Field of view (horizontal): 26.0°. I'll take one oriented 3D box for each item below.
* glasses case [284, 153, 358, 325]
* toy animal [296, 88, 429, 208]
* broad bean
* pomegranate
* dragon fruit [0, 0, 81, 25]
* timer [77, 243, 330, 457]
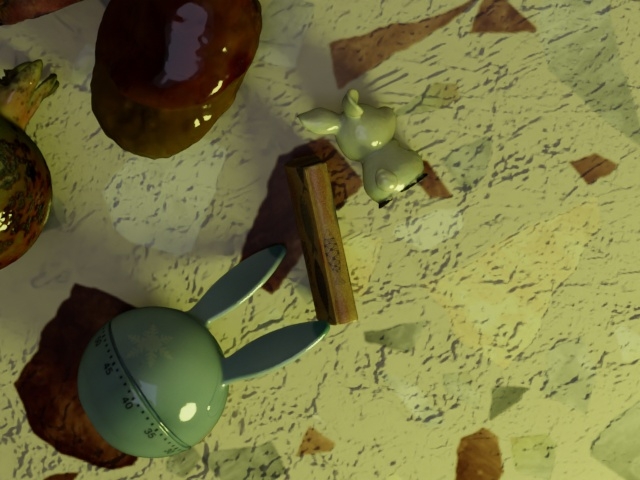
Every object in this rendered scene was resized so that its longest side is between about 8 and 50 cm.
[{"bbox_3d":[0.000,0.000,1.430,0.041,0.064,0.170,-13,104,-7],"label":"glasses case"},{"bbox_3d":[0.047,-0.096,1.400,0.071,0.085,0.124,-29,95,31],"label":"toy animal"},{"bbox_3d":[-0.146,-0.188,1.372,0.156,0.122,0.228,32,103,-4],"label":"broad bean"},{"bbox_3d":[-0.358,-0.076,1.416,0.198,0.246,0.198,18,143,14],"label":"pomegranate"},{"bbox_3d":[-0.223,-0.364,1.236,0.314,0.296,0.263,-15,112,20],"label":"dragon fruit"},{"bbox_3d":[-0.130,0.130,1.462,0.255,0.175,0.175,-21,103,-17],"label":"timer"}]
